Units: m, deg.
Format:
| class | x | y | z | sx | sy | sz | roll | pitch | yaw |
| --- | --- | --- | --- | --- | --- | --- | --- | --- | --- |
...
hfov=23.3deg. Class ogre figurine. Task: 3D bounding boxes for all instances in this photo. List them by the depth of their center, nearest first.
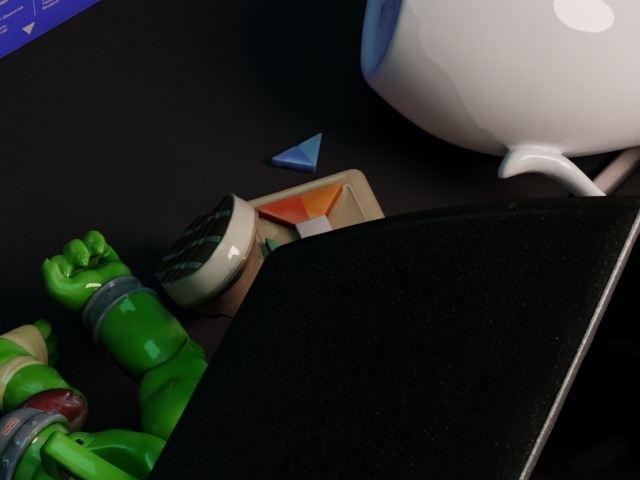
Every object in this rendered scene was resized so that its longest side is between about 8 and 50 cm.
| class | x | y | z | sx | sy | sz | roll | pitch | yaw |
| --- | --- | --- | --- | --- | --- | --- | --- | --- | --- |
| ogre figurine | -0.107 | 0.096 | 0.611 | 0.118 | 0.097 | 0.197 | 23 | 44 | 24 |

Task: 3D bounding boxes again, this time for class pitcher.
| class | x | y | z | sx | sy | sz | roll | pitch | yaw |
| --- | --- | --- | --- | --- | --- | --- | --- | --- | --- |
| pitcher | 0.126 | -0.072 | 0.743 | 0.207 | 0.125 | 0.177 | 11 | 70 | -11 |

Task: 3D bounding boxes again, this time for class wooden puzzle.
| class | x | y | z | sx | sy | sz | roll | pitch | yaw |
| --- | --- | --- | --- | --- | --- | --- | --- | --- | --- |
| wooden puzzle | 0.000 | 0.000 | 0.735 | 0.078 | 0.014 | 0.116 | -22 | 60 | -19 |

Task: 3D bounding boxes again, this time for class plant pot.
| class | x | y | z | sx | sy | sz | roll | pitch | yaw |
| --- | --- | --- | --- | --- | --- | --- | --- | --- | --- |
| plant pot | 0.046 | 0.096 | 0.550 | 0.167 | 0.188 | 0.187 | 12 | 68 | 41 |

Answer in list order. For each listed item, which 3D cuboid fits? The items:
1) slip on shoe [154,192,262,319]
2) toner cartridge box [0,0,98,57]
| class | x | y | z | sx | sy | sz | roll | pitch | yaw |
| --- | --- | --- | --- | --- | --- | --- | --- | --- | --- |
| slip on shoe | -0.041 | 0.013 | 0.657 | 0.041 | 0.135 | 0.051 | 39 | 79 | -8 |
| toner cartridge box | -0.167 | -0.170 | 0.747 | 0.348 | 0.165 | 0.075 | -36 | 65 | -26 |
